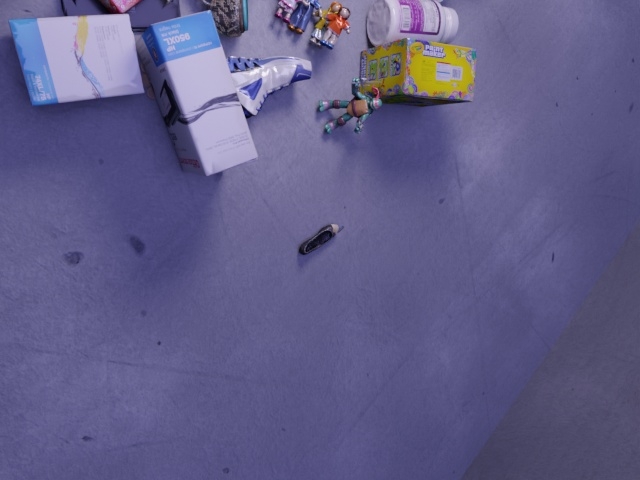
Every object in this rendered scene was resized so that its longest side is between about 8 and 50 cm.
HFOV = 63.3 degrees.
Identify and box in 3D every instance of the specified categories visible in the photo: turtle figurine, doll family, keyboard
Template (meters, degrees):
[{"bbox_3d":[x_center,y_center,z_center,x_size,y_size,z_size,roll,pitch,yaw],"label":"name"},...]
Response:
[{"bbox_3d":[0.117,-0.440,1.735,0.118,0.234,0.175,-13,94,-60],"label":"turtle figurine"},{"bbox_3d":[-0.021,-0.739,1.689,0.263,0.118,0.163,28,91,-11],"label":"doll family"},{"bbox_3d":[-0.553,-0.691,1.448,0.317,0.033,0.201,-10,108,-27],"label":"keyboard"}]

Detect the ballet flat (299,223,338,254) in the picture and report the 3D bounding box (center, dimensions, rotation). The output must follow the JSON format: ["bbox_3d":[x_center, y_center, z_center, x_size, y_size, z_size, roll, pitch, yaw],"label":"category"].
[{"bbox_3d":[0.000,0.000,1.844,0.173,0.049,0.057,-36,114,-18],"label":"ballet flat"}]

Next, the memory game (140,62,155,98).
[{"bbox_3d":[-0.444,-0.487,1.550,0.186,0.012,0.186,-5,100,-28],"label":"memory game"}]

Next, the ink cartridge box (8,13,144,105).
[{"bbox_3d":[-0.625,-0.467,1.342,0.270,0.198,0.197,-15,112,-24],"label":"ink cartridge box"}]

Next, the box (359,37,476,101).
[{"bbox_3d":[0.327,-0.566,1.790,0.290,0.279,0.177,-3,100,-28],"label":"box"}]

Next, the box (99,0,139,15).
[{"bbox_3d":[-0.483,-0.723,1.385,0.257,0.128,0.122,-45,119,-12],"label":"box"}]

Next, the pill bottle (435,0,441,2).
[{"bbox_3d":[0.341,-0.954,1.804,0.265,0.153,0.153,28,85,-29],"label":"pill bottle"}]

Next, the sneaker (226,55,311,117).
[{"bbox_3d":[-0.190,-0.479,1.633,0.316,0.127,0.182,-8,106,-19],"label":"sneaker"}]

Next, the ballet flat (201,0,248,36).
[{"bbox_3d":[-0.278,-0.845,1.488,0.182,0.164,0.482,7,105,-5],"label":"ballet flat"}]

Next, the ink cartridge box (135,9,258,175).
[{"bbox_3d":[-0.347,-0.391,1.447,0.166,0.285,0.394,-25,110,-21],"label":"ink cartridge box"}]

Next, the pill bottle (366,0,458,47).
[{"bbox_3d":[0.328,-0.758,1.821,0.302,0.169,0.169,-8,102,-27],"label":"pill bottle"}]
